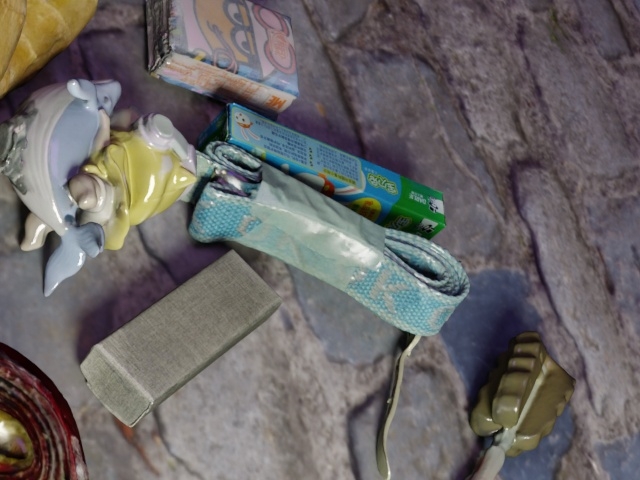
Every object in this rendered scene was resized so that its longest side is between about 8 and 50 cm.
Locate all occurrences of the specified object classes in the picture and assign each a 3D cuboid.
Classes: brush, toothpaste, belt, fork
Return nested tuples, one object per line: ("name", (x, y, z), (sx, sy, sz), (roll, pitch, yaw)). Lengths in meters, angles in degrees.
("brush", (0.171, 0.201, 1.390), (0.084, 0.071, 0.301), (46, 44, -6))
("toothpaste", (0.004, -0.060, 1.458), (0.267, 0.065, 0.050), (21, 45, -28))
("belt", (0.000, 0.000, 1.375), (0.302, 0.072, 0.087), (25, 41, -13))
("fork", (0.077, 0.138, 1.380), (0.028, 0.034, 0.219), (24, 43, -13))

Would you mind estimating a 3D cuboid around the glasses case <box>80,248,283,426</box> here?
("glasses case", (-0.117, 0.081, 1.242), (0.071, 0.047, 0.205), (45, 39, 6))

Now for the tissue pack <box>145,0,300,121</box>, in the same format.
("tissue pack", (-0.102, -0.199, 1.483), (0.155, 0.065, 0.115), (19, 48, -31))

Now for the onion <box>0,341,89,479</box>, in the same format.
("onion", (-0.241, 0.185, 0.923), (0.207, 0.216, 0.206), (57, 22, -3))

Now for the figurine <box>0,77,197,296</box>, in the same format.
("figurine", (-0.193, -0.055, 1.235), (0.184, 0.128, 0.208), (22, 53, -31))

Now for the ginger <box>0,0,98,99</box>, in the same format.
("ginger", (-0.302, -0.146, 1.171), (0.122, 0.363, 0.348), (23, 85, 2))
